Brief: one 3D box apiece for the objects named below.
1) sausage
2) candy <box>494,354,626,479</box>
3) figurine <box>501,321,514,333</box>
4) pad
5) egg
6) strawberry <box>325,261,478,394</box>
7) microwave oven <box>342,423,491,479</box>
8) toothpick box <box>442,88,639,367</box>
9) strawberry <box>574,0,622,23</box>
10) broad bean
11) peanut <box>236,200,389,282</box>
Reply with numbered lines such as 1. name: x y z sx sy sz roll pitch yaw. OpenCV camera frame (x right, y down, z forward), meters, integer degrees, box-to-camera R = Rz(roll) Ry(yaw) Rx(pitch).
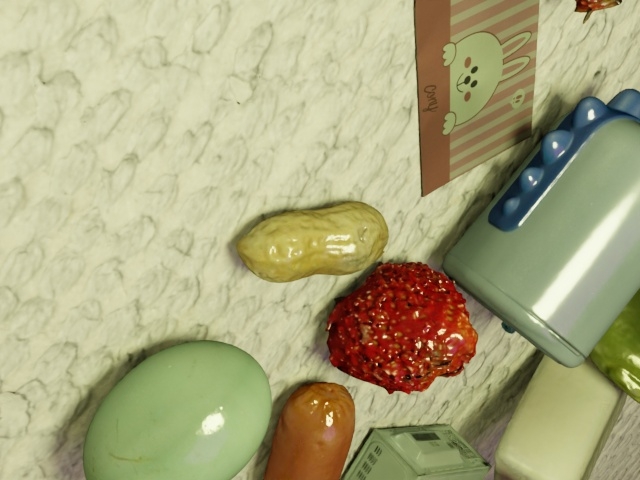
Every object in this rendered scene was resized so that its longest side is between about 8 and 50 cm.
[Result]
1. sausage: -0.020 0.309 1.270 0.114 0.113 0.259 -12 130 -36
2. candy: 0.434 0.326 1.585 0.358 0.145 0.208 -50 149 -32
3. figurine: 0.374 0.040 1.427 0.260 0.103 0.205 -32 102 -16
4. pad: 0.200 -0.208 1.119 0.202 0.005 0.299 -29 137 -21
5. egg: -0.161 0.211 1.011 0.231 0.168 0.168 -36 139 -10
6. strawberry: 0.117 0.115 1.167 0.187 0.201 0.184 18 84 -32
7. microwave oven: 0.155 0.393 1.483 0.208 0.122 0.162 10 114 -46
8. toothpick box: 0.354 -0.034 1.228 0.354 0.263 0.263 -52 141 2
9. strawberry: 0.326 -0.376 1.041 0.167 0.087 0.208 -30 119 -20
10. broad bean: 0.548 0.141 1.520 0.238 0.291 0.119 -9 160 -16
11. peanut: 0.000 0.000 1.053 0.214 0.099 0.099 -3 124 -34
